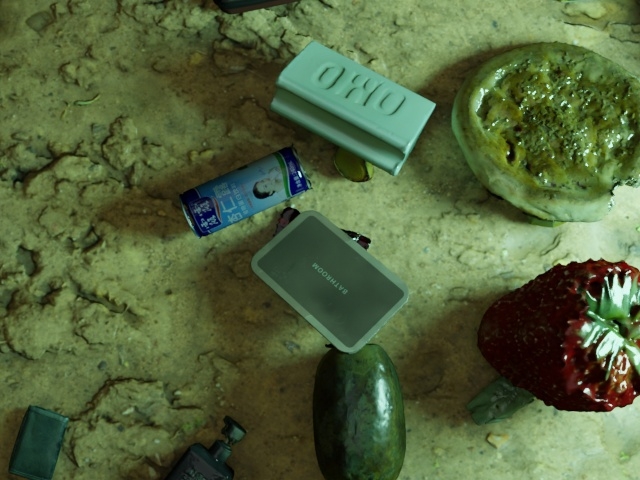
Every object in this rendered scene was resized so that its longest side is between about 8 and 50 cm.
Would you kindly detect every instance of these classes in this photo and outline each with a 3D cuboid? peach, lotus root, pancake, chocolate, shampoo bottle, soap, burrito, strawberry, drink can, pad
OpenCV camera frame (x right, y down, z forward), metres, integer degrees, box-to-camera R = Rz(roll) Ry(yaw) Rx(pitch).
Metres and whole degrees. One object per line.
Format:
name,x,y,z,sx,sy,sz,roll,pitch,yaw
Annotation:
peach,0.070,-0.151,1.356,0.083,0.050,0.077,34,109,15
lotus root,0.068,0.313,1.246,0.160,0.152,0.274,-4,80,5
pancake,0.441,-0.207,1.311,0.382,0.071,0.382,-1,70,3
chocolate,0.000,0.000,1.352,0.182,0.028,0.086,24,85,5
shampoo bottle,-0.241,0.458,1.281,0.098,0.071,0.309,37,86,7
soap,0.061,-0.247,1.317,0.265,0.087,0.160,29,48,6
burrito,0.325,0.294,1.294,0.118,0.044,0.074,-36,87,-6
strawberry,0.436,0.160,1.235,0.261,0.258,0.261,5,77,-23
drink can,-0.139,-0.092,1.337,0.235,0.097,0.097,-23,82,0
pad,0.015,0.067,1.288,0.266,0.002,0.176,40,70,20

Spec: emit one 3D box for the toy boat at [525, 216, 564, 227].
toy boat,0.458,-0.079,1.327,0.172,0.065,0.066,-27,55,-6

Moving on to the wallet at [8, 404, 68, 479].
wallet,-0.522,0.378,1.326,0.088,0.026,0.129,14,84,8

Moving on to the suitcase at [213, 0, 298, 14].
suitcase,-0.083,-0.575,1.363,0.297,0.161,0.236,-12,84,0

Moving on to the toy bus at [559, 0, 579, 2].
toy bus,0.573,-0.507,1.370,0.226,0.074,0.081,-6,81,2
